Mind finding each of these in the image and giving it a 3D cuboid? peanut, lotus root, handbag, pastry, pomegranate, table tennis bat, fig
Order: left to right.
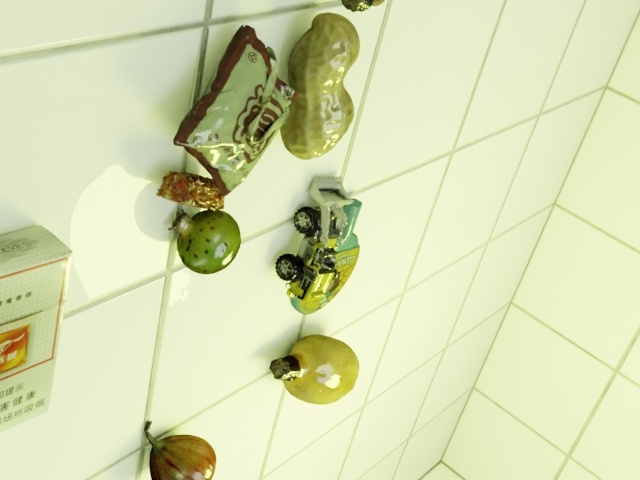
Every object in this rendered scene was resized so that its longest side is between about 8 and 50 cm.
[{"bbox_3d":[-0.328,0.508,1.927,0.202,0.149,0.148,15,140,-35],"label":"fig"},{"bbox_3d":[-0.222,-0.089,1.488,0.169,0.087,0.063,11,94,-74],"label":"pastry"},{"bbox_3d":[-0.211,-0.002,1.580,0.130,0.130,0.130,-38,148,-29],"label":"pomegranate"},{"bbox_3d":[-0.143,-0.210,1.437,0.235,0.127,0.213,-61,151,-13],"label":"handbag"},{"bbox_3d":[-0.018,0.330,2.200,0.310,0.183,0.182,21,103,-56],"label":"lotus root"},{"bbox_3d":[0.002,-0.278,1.576,0.120,0.136,0.298,-93,-170,-51],"label":"peanut"},{"bbox_3d":[0.027,0.046,2.084,0.215,0.044,0.329,-13,133,-49],"label":"table tennis bat"}]

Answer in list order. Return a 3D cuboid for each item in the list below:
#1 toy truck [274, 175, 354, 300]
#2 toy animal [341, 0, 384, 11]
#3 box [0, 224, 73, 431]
[{"bbox_3d":[0.000,0.000,1.905,0.136,0.111,0.285,-6,120,-54],"label":"toy truck"},{"bbox_3d":[0.079,-0.461,1.575,0.220,0.086,0.069,-48,161,-54],"label":"toy animal"},{"bbox_3d":[-0.507,0.154,1.297,0.210,0.095,0.330,-20,136,-48],"label":"box"}]
